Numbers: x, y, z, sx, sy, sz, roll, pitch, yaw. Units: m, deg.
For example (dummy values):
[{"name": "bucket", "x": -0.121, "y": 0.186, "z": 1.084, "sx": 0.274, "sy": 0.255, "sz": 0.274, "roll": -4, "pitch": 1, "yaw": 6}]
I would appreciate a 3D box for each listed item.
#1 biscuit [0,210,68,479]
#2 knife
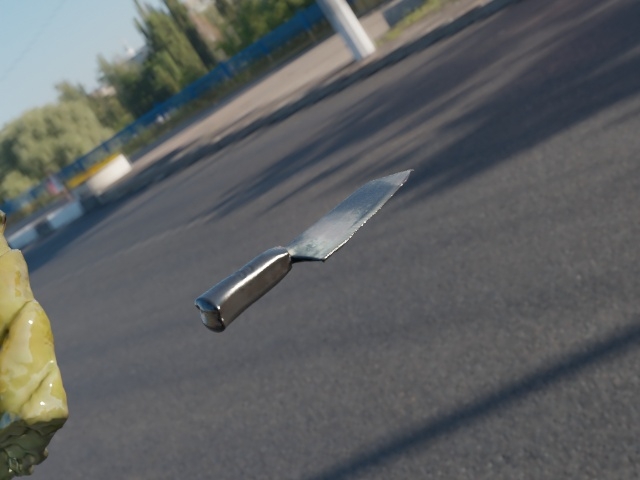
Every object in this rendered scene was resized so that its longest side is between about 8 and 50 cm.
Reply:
[{"name": "biscuit", "x": -0.209, "y": 0.089, "z": 0.584, "sx": 0.036, "sy": 0.187, "sz": 0.274, "roll": 0, "pitch": -42, "yaw": -35}, {"name": "knife", "x": 0.000, "y": 0.000, "z": 0.837, "sx": 0.060, "sy": 0.028, "sz": 0.230, "roll": 2, "pitch": 31, "yaw": 47}]
